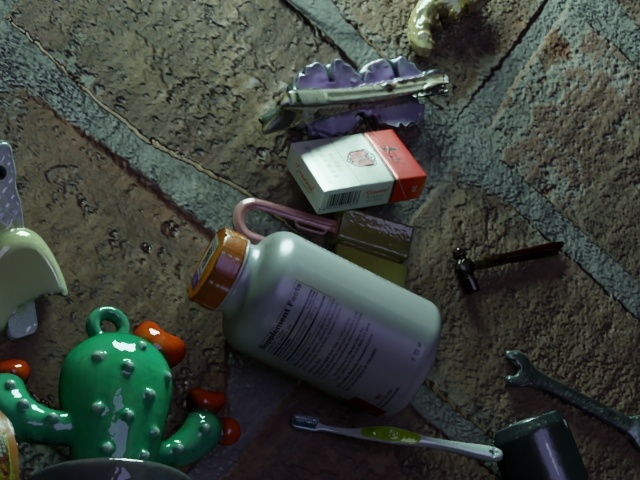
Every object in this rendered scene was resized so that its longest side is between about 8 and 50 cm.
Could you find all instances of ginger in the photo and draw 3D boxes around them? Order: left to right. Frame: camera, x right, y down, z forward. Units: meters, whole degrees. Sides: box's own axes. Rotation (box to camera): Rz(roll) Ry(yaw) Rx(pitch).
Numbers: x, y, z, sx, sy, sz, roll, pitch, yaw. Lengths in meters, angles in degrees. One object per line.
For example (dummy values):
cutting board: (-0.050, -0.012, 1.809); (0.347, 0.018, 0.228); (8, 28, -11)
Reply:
ginger: (0.171, -0.319, 2.051); (0.069, 0.051, 0.173); (46, 66, 2)

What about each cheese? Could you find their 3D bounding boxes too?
cheese: (-0.354, 0.005, 1.668); (0.127, 0.049, 0.235); (-19, 109, -36)

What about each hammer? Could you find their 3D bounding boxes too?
hammer: (0.257, 0.027, 1.994); (0.178, 0.021, 0.065); (-11, 79, -29)

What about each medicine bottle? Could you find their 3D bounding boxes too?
medicine bottle: (-0.011, 0.089, 1.775); (0.288, 0.157, 0.157); (27, 65, -14)

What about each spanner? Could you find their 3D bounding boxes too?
spanner: (0.348, 0.215, 1.975); (0.254, 0.015, 0.054); (27, 67, -14)

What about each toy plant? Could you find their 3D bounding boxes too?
toy plant: (-0.238, 0.253, 1.616); (0.279, 0.185, 0.400); (0, 63, 4)

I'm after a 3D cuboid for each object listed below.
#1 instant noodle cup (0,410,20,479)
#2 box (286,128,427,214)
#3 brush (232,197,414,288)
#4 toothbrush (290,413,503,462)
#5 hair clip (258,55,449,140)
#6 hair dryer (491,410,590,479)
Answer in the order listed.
instant noodle cup: (-0.425, 0.250, 1.508); (0.182, 0.230, 0.230); (9, 69, -38)
box: (0.046, -0.089, 1.898); (0.152, 0.048, 0.100); (-12, 50, -25)
brush: (0.000, 0.000, 1.871); (0.233, 0.047, 0.103); (18, 65, -15)
toothbrush: (0.093, 0.242, 1.808); (0.263, 0.026, 0.022); (11, 57, -3)
hair clip: (0.046, -0.190, 1.939); (0.292, 0.084, 0.106); (-12, 76, -32)
hair dryer: (0.178, 0.342, 1.820); (0.352, 0.107, 0.189); (-15, 78, -22)
